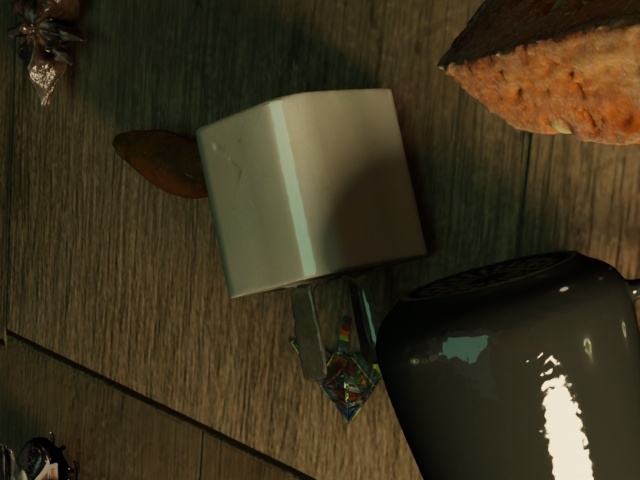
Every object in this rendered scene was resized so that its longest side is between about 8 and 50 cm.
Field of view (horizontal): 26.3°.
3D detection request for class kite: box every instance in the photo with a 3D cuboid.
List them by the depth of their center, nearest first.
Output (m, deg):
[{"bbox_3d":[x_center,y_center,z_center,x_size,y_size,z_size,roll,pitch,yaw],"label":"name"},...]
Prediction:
[{"bbox_3d":[0.018,0.105,1.116,0.122,0.004,0.090,8,103,44],"label":"kite"}]

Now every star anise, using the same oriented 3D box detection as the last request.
[{"bbox_3d":[-0.264,-0.193,1.317,0.124,0.056,0.129,10,103,43],"label":"star anise"}]

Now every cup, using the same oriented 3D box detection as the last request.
[{"bbox_3d":[0.155,0.098,0.883,0.223,0.169,0.177,-13,91,15],"label":"cup"}]

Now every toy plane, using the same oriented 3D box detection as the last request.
[{"bbox_3d":[-0.295,0.263,1.408,0.053,0.078,0.197,41,138,30],"label":"toy plane"}]

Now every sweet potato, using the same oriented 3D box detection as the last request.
[{"bbox_3d":[-0.111,-0.066,1.189,0.202,0.058,0.055,10,60,40],"label":"sweet potato"}]

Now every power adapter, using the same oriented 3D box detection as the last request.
[{"bbox_3d":[0.000,0.000,1.029,0.125,0.130,0.205,-15,84,45],"label":"power adapter"}]

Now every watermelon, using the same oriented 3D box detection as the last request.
[{"bbox_3d":[0.196,-0.130,0.808,0.256,0.193,0.140,-9,121,42],"label":"watermelon"}]
